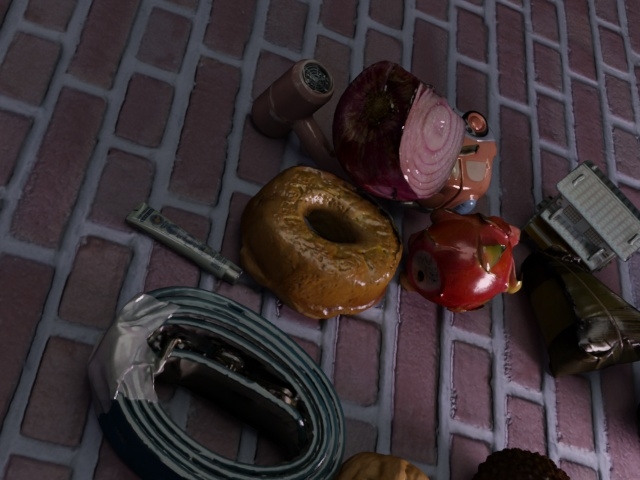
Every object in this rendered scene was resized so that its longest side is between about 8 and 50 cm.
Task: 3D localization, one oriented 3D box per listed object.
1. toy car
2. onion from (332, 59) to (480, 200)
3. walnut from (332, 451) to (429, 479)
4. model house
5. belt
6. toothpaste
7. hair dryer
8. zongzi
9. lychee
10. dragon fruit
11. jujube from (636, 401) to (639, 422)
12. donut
[{"bbox_3d":[0.260,-0.158,1.898,0.270,0.180,0.213,1,70,-25],"label":"toy car"},{"bbox_3d":[0.136,-0.215,1.698,0.230,0.272,0.256,21,63,34],"label":"onion"},{"bbox_3d":[0.091,0.453,1.405,0.195,0.195,0.222,30,44,-5],"label":"walnut"},{"bbox_3d":[0.605,-0.034,1.952,0.198,0.215,0.224,-32,77,-36],"label":"model house"},{"bbox_3d":[-0.170,0.268,1.401,0.436,0.173,0.300,33,54,-3],"label":"belt"},{"bbox_3d":[-0.253,0.007,1.617,0.239,0.039,0.062,33,47,-1],"label":"toothpaste"},{"bbox_3d":[0.010,-0.199,1.811,0.106,0.189,0.344,-36,94,-40],"label":"hair dryer"},{"bbox_3d":[0.614,0.136,1.857,0.317,0.154,0.289,-5,60,-12],"label":"zongzi"},{"bbox_3d":[0.364,0.476,1.519,0.200,0.200,0.238,1,37,-26],"label":"lychee"},{"bbox_3d":[0.287,0.038,1.747,0.227,0.224,0.224,-4,61,-35],"label":"dragon fruit"},{"bbox_3d":[0.834,0.381,1.776,0.376,0.258,0.258,25,51,-18],"label":"jujube"},{"bbox_3d":[0.000,0.000,1.677,0.317,0.150,0.299,0,57,-26],"label":"donut"}]
